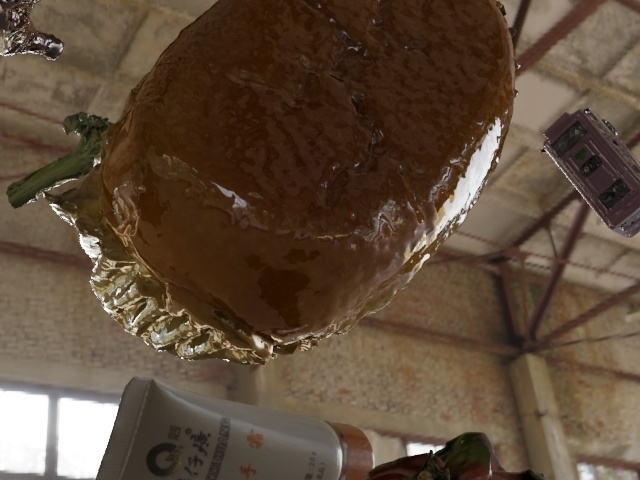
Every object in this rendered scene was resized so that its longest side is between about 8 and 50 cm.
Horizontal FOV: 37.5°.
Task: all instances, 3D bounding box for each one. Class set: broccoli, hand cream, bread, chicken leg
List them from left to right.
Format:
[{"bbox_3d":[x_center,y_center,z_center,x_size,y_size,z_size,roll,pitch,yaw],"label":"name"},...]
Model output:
[{"bbox_3d":[-0.275,-0.203,0.843,0.093,0.053,0.205,-23,-1,-19],"label":"chicken leg"},{"bbox_3d":[-0.376,-0.108,1.410,0.204,0.118,0.122,-23,-14,1],"label":"broccoli"},{"bbox_3d":[-0.080,0.207,0.931,0.314,0.140,0.089,12,6,-41],"label":"hand cream"},{"bbox_3d":[0.001,-0.080,0.674,0.236,0.389,0.183,41,-33,-12],"label":"bread"}]

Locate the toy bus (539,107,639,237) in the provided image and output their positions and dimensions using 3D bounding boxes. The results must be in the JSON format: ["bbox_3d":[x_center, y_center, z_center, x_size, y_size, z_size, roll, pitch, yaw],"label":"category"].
[{"bbox_3d":[0.418,-0.105,1.401,0.096,0.199,0.108,-46,-30,26],"label":"toy bus"}]

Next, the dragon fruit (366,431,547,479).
[{"bbox_3d":[0.056,0.185,0.465,0.137,0.135,0.236,-22,-28,-19],"label":"dragon fruit"}]
